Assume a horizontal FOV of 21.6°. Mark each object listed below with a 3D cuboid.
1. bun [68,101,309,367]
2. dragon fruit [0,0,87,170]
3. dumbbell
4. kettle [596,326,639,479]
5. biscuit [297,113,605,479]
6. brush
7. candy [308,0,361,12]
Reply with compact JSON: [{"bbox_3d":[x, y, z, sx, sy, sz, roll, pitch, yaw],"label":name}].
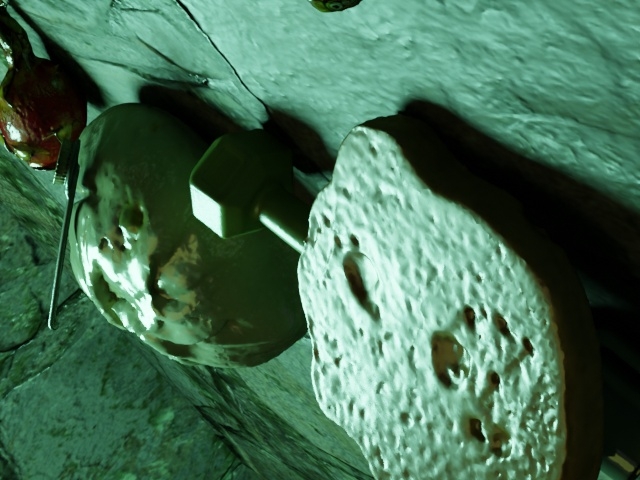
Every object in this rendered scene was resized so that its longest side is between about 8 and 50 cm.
[{"bbox_3d":[-0.179,0.011,2.015,0.365,0.219,0.365,38,161,16],"label":"bun"},{"bbox_3d":[-0.378,-0.201,2.176,0.125,0.125,0.246,-3,117,30],"label":"dragon fruit"},{"bbox_3d":[0.000,0.000,1.700,0.302,0.121,0.108,35,180,27],"label":"dumbbell"},{"bbox_3d":[0.249,0.133,1.494,0.148,0.127,0.098,38,-163,11],"label":"kettle"},{"bbox_3d":[0.112,0.099,1.476,0.365,0.062,0.385,46,141,31],"label":"biscuit"},{"bbox_3d":[-0.307,-0.002,1.966,0.027,0.062,0.266,10,123,-5],"label":"brush"},{"bbox_3d":[-0.037,-0.242,1.266,0.201,0.060,0.060,45,167,24],"label":"candy"}]
